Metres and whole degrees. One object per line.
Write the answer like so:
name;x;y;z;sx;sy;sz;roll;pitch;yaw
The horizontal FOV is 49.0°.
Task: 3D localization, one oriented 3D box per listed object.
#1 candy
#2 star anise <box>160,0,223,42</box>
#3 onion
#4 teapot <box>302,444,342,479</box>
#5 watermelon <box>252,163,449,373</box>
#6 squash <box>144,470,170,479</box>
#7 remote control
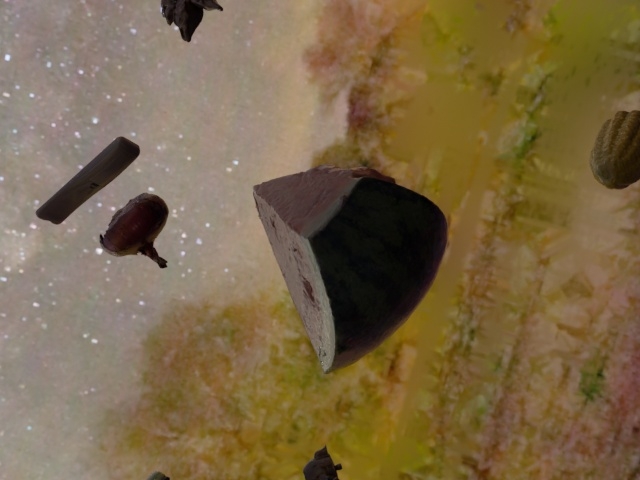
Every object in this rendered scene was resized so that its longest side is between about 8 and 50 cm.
candy;0.481;-0.136;1.129;0.199;0.094;0.106;-39;-71;-48
star anise;-0.241;-0.458;1.282;0.065;0.182;0.195;6;-97;-43
onion;-0.331;-0.006;1.321;0.150;0.140;0.150;-45;6;6
teapot;0.007;0.466;1.414;0.110;0.080;0.085;180;72;-81
watermelon;0.008;0.035;0.986;0.283;0.292;0.251;51;-133;-52
squash;-0.420;0.645;1.558;0.252;0.093;0.170;-50;-37;-29
remote control;-0.345;-0.084;1.047;0.184;0.027;0.050;-38;-29;12
